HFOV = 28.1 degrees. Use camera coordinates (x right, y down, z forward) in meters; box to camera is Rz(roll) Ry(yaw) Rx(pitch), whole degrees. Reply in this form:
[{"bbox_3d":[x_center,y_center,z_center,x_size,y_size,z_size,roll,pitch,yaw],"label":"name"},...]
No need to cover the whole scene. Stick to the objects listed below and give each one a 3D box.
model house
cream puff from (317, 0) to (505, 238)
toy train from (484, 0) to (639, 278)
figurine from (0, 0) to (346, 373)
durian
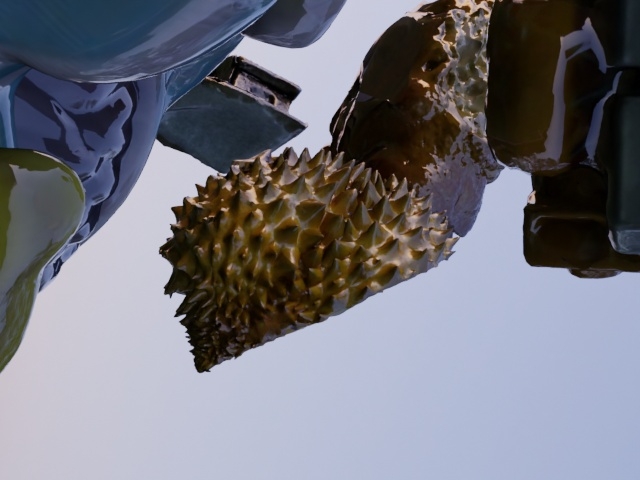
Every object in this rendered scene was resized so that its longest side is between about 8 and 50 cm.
[{"bbox_3d":[-0.105,-0.156,1.334,0.106,0.165,0.152,-51,-161,31],"label":"model house"},{"bbox_3d":[0.098,-0.111,1.172,0.269,0.155,0.241,-51,-162,-6],"label":"cream puff"},{"bbox_3d":[0.169,-0.162,0.535,0.231,0.163,0.369,-35,126,-67],"label":"toy train"},{"bbox_3d":[-0.131,-0.128,0.485,0.361,0.266,0.377,-31,-160,25],"label":"figurine"},{"bbox_3d":[-0.008,-0.008,0.972,0.183,0.250,0.138,-27,-95,36],"label":"durian"}]
